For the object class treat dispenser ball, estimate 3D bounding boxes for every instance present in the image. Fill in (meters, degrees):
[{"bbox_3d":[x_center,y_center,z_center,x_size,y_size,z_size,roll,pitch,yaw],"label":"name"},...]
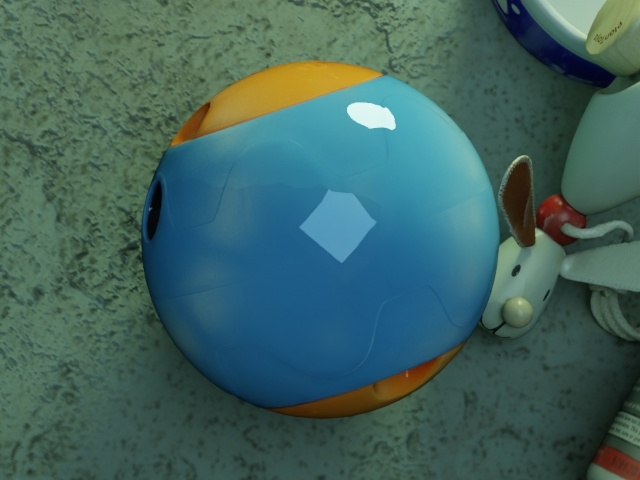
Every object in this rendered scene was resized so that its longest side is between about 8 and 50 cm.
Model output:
[{"bbox_3d":[0.000,0.000,1.384,0.288,0.288,0.288,1,82,-9],"label":"treat dispenser ball"}]

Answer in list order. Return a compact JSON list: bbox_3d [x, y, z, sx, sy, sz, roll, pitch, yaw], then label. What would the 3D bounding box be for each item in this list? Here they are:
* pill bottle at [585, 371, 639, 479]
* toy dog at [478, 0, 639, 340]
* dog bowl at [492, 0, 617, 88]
[{"bbox_3d":[0.394,0.100,1.440,0.210,0.210,0.363,29,87,-5],"label":"pill bottle"},{"bbox_3d":[0.254,-0.046,1.438,0.220,0.161,0.334,12,106,-8],"label":"toy dog"},{"bbox_3d":[0.283,-0.274,1.562,0.265,0.104,0.265,1,82,-9],"label":"dog bowl"}]
